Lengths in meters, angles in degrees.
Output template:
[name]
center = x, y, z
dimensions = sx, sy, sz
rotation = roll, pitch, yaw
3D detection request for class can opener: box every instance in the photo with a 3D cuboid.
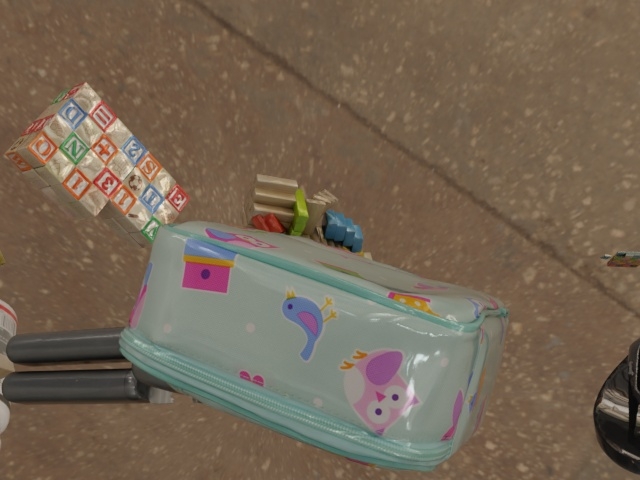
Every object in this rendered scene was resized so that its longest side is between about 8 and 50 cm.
[can opener]
center = -0.175, 0.106, 0.769
dimensions = 0.281, 0.093, 0.074
rotation = -7, 70, 28

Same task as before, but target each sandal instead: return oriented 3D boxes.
[sandal]
center = 0.349, 0.124, 0.883
dimensions = 0.097, 0.054, 0.254
rotation = 15, 50, 34

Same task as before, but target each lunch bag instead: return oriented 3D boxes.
[lunch bag]
center = 0.007, 0.061, 0.594
dimensions = 0.224, 0.279, 0.107
rotation = 16, 91, 17

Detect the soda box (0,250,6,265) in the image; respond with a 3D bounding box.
[soda box]
center = -0.592, -0.028, 1.433
dimensions = 0.061, 0.058, 0.181
rotation = -26, 90, 9

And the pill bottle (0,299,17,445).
[pill bottle]
center = -0.598, 0.242, 1.453
dimensions = 0.161, 0.161, 0.283
rotation = -7, 52, -4

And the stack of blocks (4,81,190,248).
[stack of blocks]
center = -0.396, -0.115, 1.584
dimensions = 0.297, 0.087, 0.171
rotation = 50, 55, -30

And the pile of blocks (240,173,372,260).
[pile of blocks]
center = 0.000, 0.000, 1.735
dimensions = 0.149, 0.362, 0.112
rotation = -41, 39, 24

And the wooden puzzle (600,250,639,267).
[wooden puzzle]
center = 0.406, 0.025, 1.137
dimensions = 0.083, 0.049, 0.006
rotation = 1, 71, 2

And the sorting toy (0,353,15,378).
[sorting toy]
center = -0.567, 0.158, 1.100
dimensions = 0.257, 0.255, 0.089
rotation = -21, 74, -2
